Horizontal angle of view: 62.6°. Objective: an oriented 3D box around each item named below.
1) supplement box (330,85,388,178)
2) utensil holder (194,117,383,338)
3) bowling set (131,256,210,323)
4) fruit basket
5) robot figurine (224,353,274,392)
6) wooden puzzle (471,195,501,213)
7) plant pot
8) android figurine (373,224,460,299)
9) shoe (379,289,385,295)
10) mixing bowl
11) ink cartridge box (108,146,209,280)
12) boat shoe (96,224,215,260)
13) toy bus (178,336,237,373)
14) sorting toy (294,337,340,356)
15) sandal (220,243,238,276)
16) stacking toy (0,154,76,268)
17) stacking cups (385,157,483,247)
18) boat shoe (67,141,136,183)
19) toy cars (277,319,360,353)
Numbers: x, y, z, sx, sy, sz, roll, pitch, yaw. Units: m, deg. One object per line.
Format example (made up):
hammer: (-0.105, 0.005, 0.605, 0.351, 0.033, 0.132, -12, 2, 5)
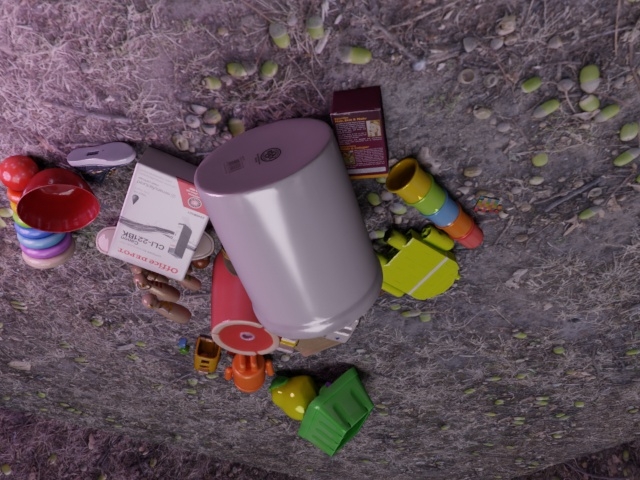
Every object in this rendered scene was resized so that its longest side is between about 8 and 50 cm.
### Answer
supplement box: (0.089, -0.228, 1.142, 0.104, 0.081, 0.188, -3, 140, 11)
utensil holder: (-0.059, -0.031, 1.171, 0.328, 0.327, 0.385, -9, 126, 16)
bowling set: (-0.439, 0.086, 1.538, 0.154, 0.287, 0.200, 36, 89, -41)
fruit basket: (-0.008, 0.643, 2.113, 0.392, 0.283, 0.392, 34, 141, 34)
robot figurine: (-0.271, 0.499, 2.014, 0.128, 0.158, 0.219, 38, 146, 24)
wooden puzzle: (0.419, -0.090, 1.327, 0.083, 0.006, 0.049, 9, 140, -4)
plant pot: (-0.199, 0.183, 1.540, 0.275, 0.243, 0.275, 3, 139, 2)
android figurine: (0.266, 0.069, 1.462, 0.273, 0.056, 0.248, 26, 123, -20)
shoe: (0.139, 0.144, 1.607, 0.076, 0.058, 0.219, 44, 126, -11)
mixing bowl: (-0.643, -0.112, 1.290, 0.181, 0.098, 0.181, -16, 149, -10)
ink cartridge box: (-0.381, -0.059, 1.299, 0.197, 0.114, 0.273, 22, 117, -13)
boat shoe: (-0.452, 0.001, 1.478, 0.335, 0.112, 0.095, 2, 179, 5)
toy bus: (-0.431, 0.450, 1.990, 0.191, 0.104, 0.202, -20, 134, 27)
sorting toy: (-0.027, 0.295, 1.817, 0.307, 0.041, 0.229, -29, 125, 34)
sandal: (-0.240, 0.015, 1.429, 0.072, 0.049, 0.180, 3, 106, 15)
stacking toy: (-0.759, -0.083, 1.391, 0.141, 0.141, 0.330, 5, 133, 0)
stacking cups: (0.295, -0.074, 1.290, 0.096, 0.096, 0.316, -30, 128, 35)
boat shoe: (-0.515, -0.186, 1.282, 0.183, 0.065, 0.083, 0, 145, 17)
toy cars: (-0.029, 0.308, 1.715, 0.394, 0.087, 0.176, -15, 136, 31)
